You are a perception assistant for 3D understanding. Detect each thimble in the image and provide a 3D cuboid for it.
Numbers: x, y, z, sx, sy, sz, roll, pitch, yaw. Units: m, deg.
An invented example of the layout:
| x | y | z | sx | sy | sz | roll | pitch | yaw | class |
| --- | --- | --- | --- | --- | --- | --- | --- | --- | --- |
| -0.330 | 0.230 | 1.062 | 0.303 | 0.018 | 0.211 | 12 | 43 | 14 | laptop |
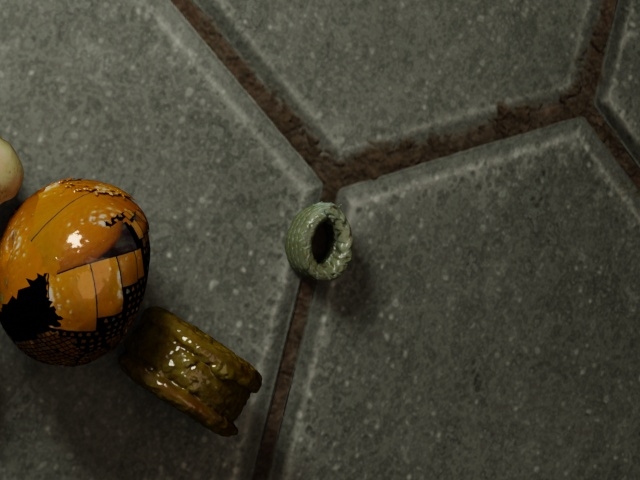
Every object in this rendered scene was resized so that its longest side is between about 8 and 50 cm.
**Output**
| x | y | z | sx | sy | sz | roll | pitch | yaw | class |
| --- | --- | --- | --- | --- | --- | --- | --- | --- | --- |
| 0.000 | 0.000 | 2.155 | 0.084 | 0.062 | 0.110 | 13 | 89 | -28 | thimble |

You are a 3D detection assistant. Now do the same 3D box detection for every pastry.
| x | y | z | sx | sy | sz | roll | pitch | yaw | class |
| --- | --- | --- | --- | --- | --- | --- | --- | --- | --- |
| -0.166 | 0.169 | 2.019 | 0.189 | 0.189 | 0.103 | 35 | 84 | -25 | pastry |

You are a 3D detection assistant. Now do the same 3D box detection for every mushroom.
| x | y | z | sx | sy | sz | roll | pitch | yaw | class |
| --- | --- | --- | --- | --- | --- | --- | --- | --- | --- |
| -0.435 | -0.084 | 1.896 | 0.148 | 0.112 | 0.148 | 2 | 56 | -2 | mushroom |

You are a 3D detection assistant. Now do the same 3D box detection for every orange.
| x | y | z | sx | sy | sz | roll | pitch | yaw | class |
| --- | --- | --- | --- | --- | --- | --- | --- | --- | --- |
| -0.302 | 0.038 | 1.913 | 0.182 | 0.234 | 0.234 | 29 | 82 | -26 | orange |
